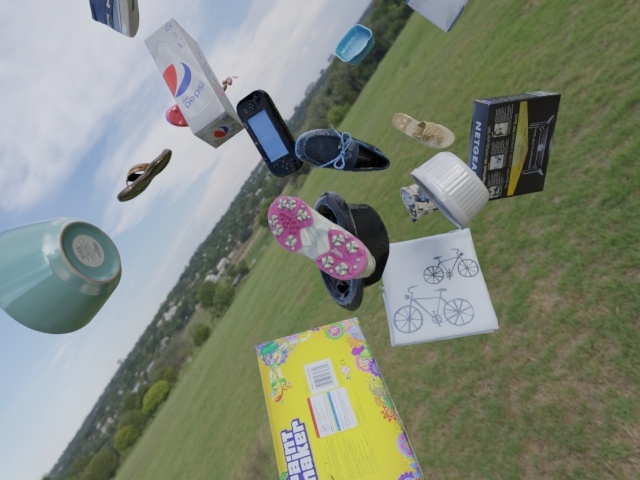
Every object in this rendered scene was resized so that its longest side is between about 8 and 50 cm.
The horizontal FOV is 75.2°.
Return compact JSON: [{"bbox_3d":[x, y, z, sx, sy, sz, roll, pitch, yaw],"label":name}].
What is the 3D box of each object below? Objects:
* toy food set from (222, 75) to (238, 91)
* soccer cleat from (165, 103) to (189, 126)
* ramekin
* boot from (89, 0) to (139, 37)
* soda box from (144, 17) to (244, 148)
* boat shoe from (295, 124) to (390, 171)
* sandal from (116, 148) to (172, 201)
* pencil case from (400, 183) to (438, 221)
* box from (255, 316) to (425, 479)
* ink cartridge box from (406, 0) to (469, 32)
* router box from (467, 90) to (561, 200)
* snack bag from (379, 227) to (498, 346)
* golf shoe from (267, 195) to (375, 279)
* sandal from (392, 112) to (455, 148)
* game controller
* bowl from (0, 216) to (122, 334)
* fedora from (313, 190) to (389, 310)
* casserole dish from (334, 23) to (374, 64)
[{"bbox_3d":[-0.374,-0.599,1.613,0.122,0.019,0.078,-51,39,-6],"label":"toy food set"},{"bbox_3d":[-0.454,-0.446,1.437,0.095,0.083,0.248,-3,30,31],"label":"soccer cleat"},{"bbox_3d":[0.347,-0.139,1.100,0.109,0.207,0.207,-43,11,10],"label":"ramekin"},{"bbox_3d":[-0.395,-0.485,0.784,0.190,0.086,0.069,121,165,-49],"label":"boot"},{"bbox_3d":[-0.290,-0.359,0.954,0.091,0.286,0.098,-33,-14,10],"label":"soda box"},{"bbox_3d":[0.065,-0.217,0.998,0.089,0.258,0.109,31,120,49],"label":"boat shoe"},{"bbox_3d":[-0.507,-0.193,1.182,0.219,0.060,0.090,-59,12,-27],"label":"sandal"},{"bbox_3d":[0.582,-0.219,1.886,0.410,0.160,0.184,-18,45,-3],"label":"pencil case"},{"bbox_3d":[0.027,0.336,0.663,0.290,0.177,0.279,-112,11,-45],"label":"box"},{"bbox_3d":[0.416,-0.812,1.323,0.233,0.168,0.171,-52,-3,-43],"label":"ink cartridge box"},{"bbox_3d":[0.587,-0.287,1.288,0.081,0.242,0.309,-120,23,-60],"label":"router box"},{"bbox_3d":[0.350,0.142,1.313,0.037,0.323,0.343,61,-161,-68],"label":"snack bag"},{"bbox_3d":[0.000,0.000,0.964,0.115,0.306,0.140,-57,-32,7],"label":"golf shoe"},{"bbox_3d":[0.368,-0.395,1.512,0.079,0.240,0.088,-41,-25,-63],"label":"sandal"},{"bbox_3d":[-0.187,-0.388,1.536,0.166,0.319,0.067,-20,18,33],"label":"game controller"},{"bbox_3d":[-0.639,0.064,1.060,0.163,0.312,0.311,-27,17,15],"label":"bowl"},{"bbox_3d":[0.096,0.020,1.152,0.152,0.334,0.334,-13,-7,-20],"label":"fedora"},{"bbox_3d":[0.106,-0.593,1.268,0.114,0.037,0.188,-46,35,17],"label":"casserole dish"}]
